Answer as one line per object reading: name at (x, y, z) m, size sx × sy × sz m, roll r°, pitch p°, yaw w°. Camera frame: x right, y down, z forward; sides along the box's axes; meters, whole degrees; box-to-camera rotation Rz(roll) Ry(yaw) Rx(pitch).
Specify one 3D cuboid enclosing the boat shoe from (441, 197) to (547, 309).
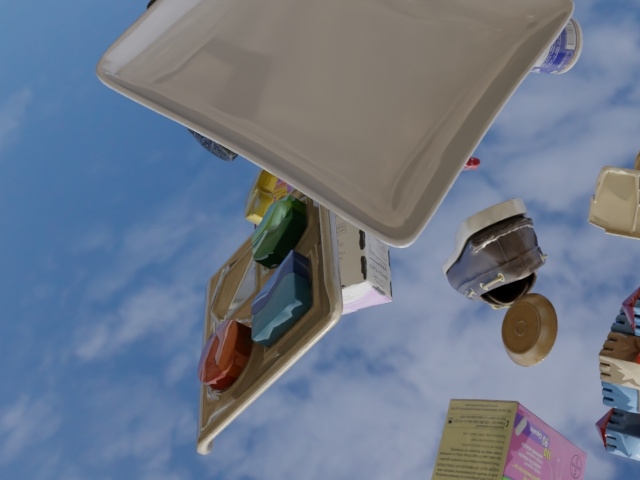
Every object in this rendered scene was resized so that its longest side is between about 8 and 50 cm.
boat shoe at (0.236, 0.041, 1.289) m, size 0.117 × 0.324 × 0.096 m, roll -23°, pitch -107°, yaw -3°

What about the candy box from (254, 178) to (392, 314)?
candy box at (0.000, 0.000, 1.230) m, size 0.165 × 0.070 × 0.196 m, roll -18°, pitch -123°, yaw 27°

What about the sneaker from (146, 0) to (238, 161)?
sneaker at (-0.123, -0.164, 0.956) m, size 0.089 × 0.170 × 0.051 m, roll -47°, pitch -179°, yaw -16°

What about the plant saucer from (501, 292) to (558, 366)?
plant saucer at (0.227, 0.098, 1.072) m, size 0.083 × 0.015 × 0.083 m, roll -26°, pitch -123°, yaw 50°

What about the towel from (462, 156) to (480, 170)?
towel at (0.081, -0.145, 1.465) m, size 0.199 × 0.275 × 0.031 m, roll -167°, pitch -92°, yaw -76°

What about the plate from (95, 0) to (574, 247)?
plate at (0.016, -0.149, 0.755) m, size 0.278 × 0.045 × 0.277 m, roll 30°, pitch -115°, yaw 13°

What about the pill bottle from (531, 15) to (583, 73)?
pill bottle at (0.362, -0.356, 1.713) m, size 0.112 × 0.187 × 0.111 m, roll 5°, pitch -85°, yaw 58°

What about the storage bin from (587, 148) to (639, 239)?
storage bin at (0.640, -0.083, 1.699) m, size 0.261 × 0.123 × 0.262 m, roll 13°, pitch -159°, yaw 30°

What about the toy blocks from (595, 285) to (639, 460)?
toy blocks at (0.478, 0.171, 1.222) m, size 0.261 × 0.381 × 0.190 m, roll 12°, pitch -136°, yaw 32°

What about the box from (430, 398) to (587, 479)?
box at (0.261, 0.377, 1.368) m, size 0.117 × 0.213 × 0.242 m, roll -6°, pitch -123°, yaw 43°

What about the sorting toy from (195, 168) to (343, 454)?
sorting toy at (-0.059, 0.019, 0.904) m, size 0.229 × 0.041 × 0.307 m, roll -50°, pitch -153°, yaw 31°
